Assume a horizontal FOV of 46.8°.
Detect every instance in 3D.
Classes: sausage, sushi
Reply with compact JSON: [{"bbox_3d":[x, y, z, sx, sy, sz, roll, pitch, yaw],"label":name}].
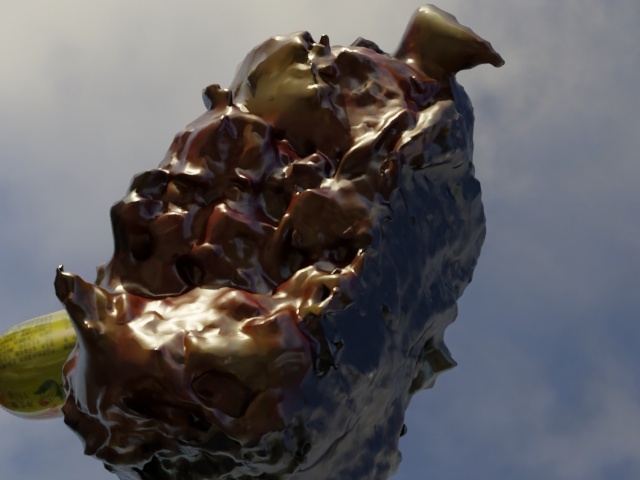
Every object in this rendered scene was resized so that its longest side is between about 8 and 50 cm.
[{"bbox_3d":[-0.234,0.126,0.871,0.347,0.123,0.123,-15,-102,-10],"label":"sausage"},{"bbox_3d":[0.000,0.000,0.450,0.197,0.181,0.343,17,-122,15],"label":"sushi"}]
